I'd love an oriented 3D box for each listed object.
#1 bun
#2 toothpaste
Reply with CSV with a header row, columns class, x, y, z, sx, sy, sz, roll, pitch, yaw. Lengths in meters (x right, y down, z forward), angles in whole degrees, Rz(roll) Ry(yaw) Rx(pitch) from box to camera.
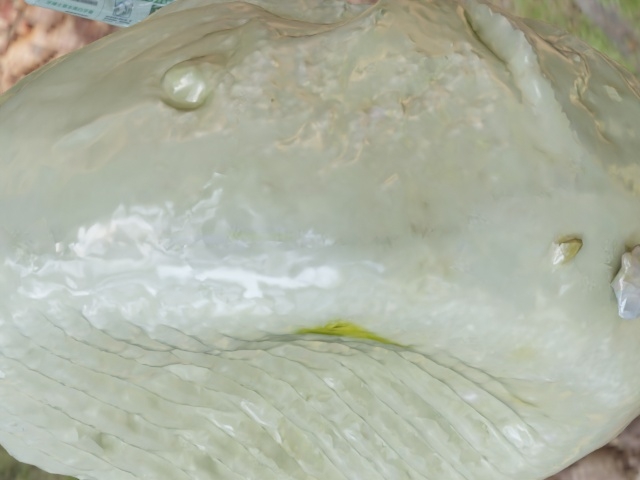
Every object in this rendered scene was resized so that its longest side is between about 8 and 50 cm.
class,x,y,z,sx,sy,sz,roll,pitch,yaw
bun,0.000,0.000,0.642,0.259,0.160,0.259,2,150,1
toothpaste,-0.177,-0.208,1.615,0.218,0.041,0.064,9,119,-36
